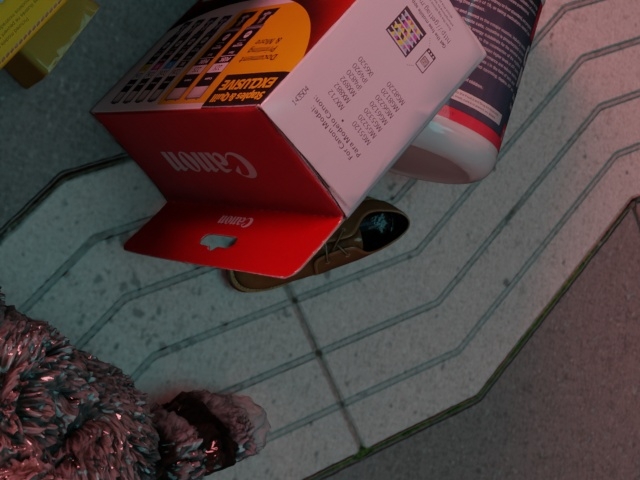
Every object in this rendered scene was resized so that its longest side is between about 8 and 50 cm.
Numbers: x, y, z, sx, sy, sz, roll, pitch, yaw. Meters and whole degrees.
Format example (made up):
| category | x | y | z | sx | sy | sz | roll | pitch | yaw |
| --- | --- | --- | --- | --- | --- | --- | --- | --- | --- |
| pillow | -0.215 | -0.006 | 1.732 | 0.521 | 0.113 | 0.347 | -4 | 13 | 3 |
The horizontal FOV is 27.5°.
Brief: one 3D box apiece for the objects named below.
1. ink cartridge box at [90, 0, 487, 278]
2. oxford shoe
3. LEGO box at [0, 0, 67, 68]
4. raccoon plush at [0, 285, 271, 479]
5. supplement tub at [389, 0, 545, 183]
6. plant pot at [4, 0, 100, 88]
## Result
| category | x | y | z | sx | sy | sz | roll | pitch | yaw |
| --- | --- | --- | --- | --- | --- | --- | --- | --- | --- |
| ink cartridge box | -0.058 | -0.114 | 1.156 | 0.272 | 0.309 | 0.130 | -50 | 118 | -22 |
| oxford shoe | 0.000 | 0.000 | 1.349 | 0.212 | 0.076 | 0.076 | -22 | 108 | -30 |
| LEGO box | -0.297 | -0.358 | 0.971 | 0.500 | 0.193 | 0.372 | -51 | 119 | -17 |
| raccoon plush | -0.255 | 0.099 | 1.163 | 0.446 | 0.216 | 0.299 | -10 | 85 | -63 |
| supplement tub | 0.121 | -0.211 | 1.345 | 0.191 | 0.191 | 0.272 | 23 | 81 | -34 |
| plant pot | -0.259 | -0.195 | 1.153 | 0.083 | 0.081 | 0.081 | 39 | 72 | -19 |
